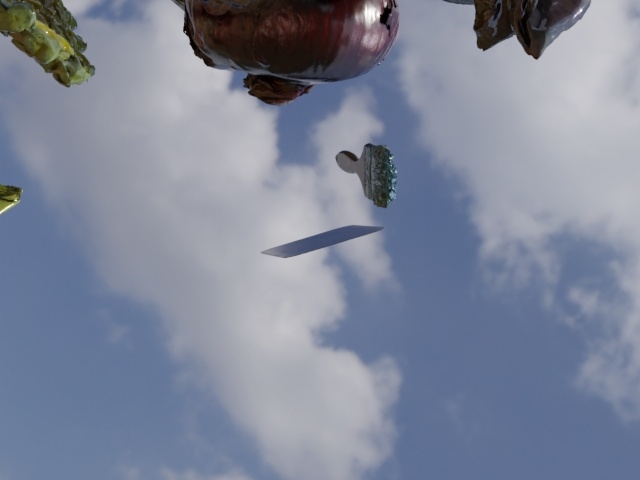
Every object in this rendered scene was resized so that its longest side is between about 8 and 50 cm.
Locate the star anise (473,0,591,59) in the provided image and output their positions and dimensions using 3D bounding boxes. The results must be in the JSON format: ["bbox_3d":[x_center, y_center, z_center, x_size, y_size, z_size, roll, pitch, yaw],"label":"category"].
[{"bbox_3d":[0.272,-0.339,1.274,0.118,0.331,0.332,31,-23,-27],"label":"star anise"}]

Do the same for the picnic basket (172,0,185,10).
[{"bbox_3d":[-0.168,-0.463,1.816,0.313,0.228,0.175,38,0,-28],"label":"picnic basket"}]

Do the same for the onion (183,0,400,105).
[{"bbox_3d":[-0.039,-0.298,1.625,0.314,0.314,0.232,15,-73,45],"label":"onion"}]

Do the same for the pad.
[{"bbox_3d":[0.000,0.000,1.977,0.266,0.176,0.002,-173,-113,-77],"label":"pad"}]

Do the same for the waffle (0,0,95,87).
[{"bbox_3d":[-0.390,-0.320,1.447,0.317,0.073,0.297,54,7,-31],"label":"waffle"}]

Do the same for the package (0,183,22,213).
[{"bbox_3d":[-0.523,0.006,1.645,0.090,0.168,0.226,-156,-99,-77],"label":"package"}]

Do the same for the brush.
[{"bbox_3d":[0.047,-0.083,1.342,0.196,0.021,0.070,-148,-126,-70],"label":"brush"}]

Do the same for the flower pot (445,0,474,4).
[{"bbox_3d":[0.133,-0.506,1.497,0.251,0.379,0.379,28,-40,54],"label":"flower pot"}]
